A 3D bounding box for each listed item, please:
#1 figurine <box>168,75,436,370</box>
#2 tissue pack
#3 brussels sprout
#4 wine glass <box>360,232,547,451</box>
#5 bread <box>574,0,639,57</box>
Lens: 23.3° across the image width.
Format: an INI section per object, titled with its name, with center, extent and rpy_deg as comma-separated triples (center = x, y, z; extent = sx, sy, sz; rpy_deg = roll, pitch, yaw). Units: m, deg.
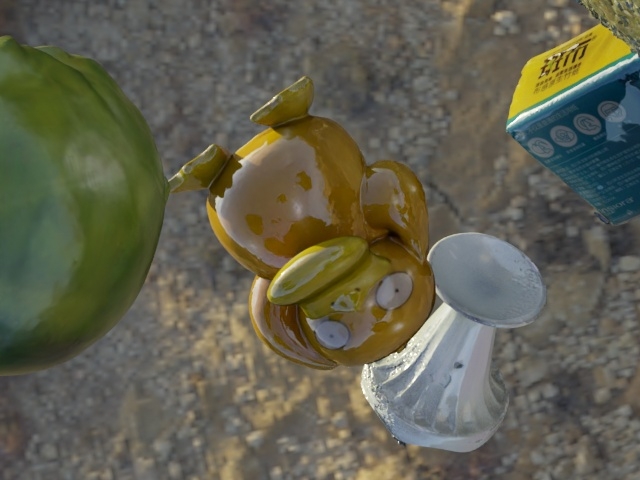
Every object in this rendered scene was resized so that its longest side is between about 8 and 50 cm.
[figurine]
center = -0.002, -0.006, 1.370
extent = 0.215, 0.215, 0.228
rpy_deg = -48, 57, 31
[tissue pack]
center = 0.348, -0.145, 1.587
extent = 0.192, 0.134, 0.271
rpy_deg = 40, 143, -20
[brussels sprout]
center = -0.134, 0.001, 0.666
extent = 0.151, 0.149, 0.122
rpy_deg = -44, 61, 32
[wine glass]
center = 0.140, 0.104, 1.611
extent = 0.165, 0.165, 0.196
rpy_deg = 46, 140, 27
[bread]
center = 0.136, -0.183, 0.839
extent = 0.040, 0.267, 0.267
rpy_deg = -41, 65, 2
